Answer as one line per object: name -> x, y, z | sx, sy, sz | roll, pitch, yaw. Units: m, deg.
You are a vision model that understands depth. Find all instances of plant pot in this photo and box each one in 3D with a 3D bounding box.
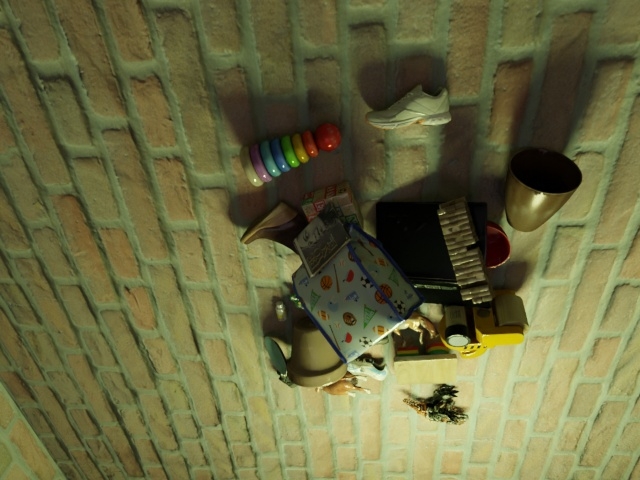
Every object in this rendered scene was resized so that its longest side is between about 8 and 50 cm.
plant pot -> 0.692, -0.143, 1.540 | 0.215, 0.215, 0.230 | 3, 140, 4
plant pot -> -0.027, 0.450, 1.991 | 0.263, 0.263, 0.229 | -6, 106, 9

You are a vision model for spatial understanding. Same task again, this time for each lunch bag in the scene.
lunch bag -> 0.111, 0.168, 1.656 | 0.385, 0.239, 0.328 | 49, 123, 9

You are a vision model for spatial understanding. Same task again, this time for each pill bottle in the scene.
pill bottle -> -0.166, 0.297, 2.000 | 0.043, 0.043, 0.083 | -3, 124, 7

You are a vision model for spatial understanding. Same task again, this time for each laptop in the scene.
laptop -> 0.420, 0.062, 1.734 | 0.382, 0.236, 0.408 | 3, 155, 26

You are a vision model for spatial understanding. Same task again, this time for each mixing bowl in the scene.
mixing bowl -> 0.581, -0.003, 1.678 | 0.181, 0.098, 0.181 | 13, 130, 16

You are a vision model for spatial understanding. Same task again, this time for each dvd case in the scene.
dvd case -> 0.000, 0.000, 1.613 | 0.018, 0.164, 0.221 | 8, 136, -44

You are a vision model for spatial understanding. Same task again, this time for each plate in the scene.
plate -> -0.191, 0.503, 2.088 | 0.024, 0.188, 0.188 | -25, 128, -26

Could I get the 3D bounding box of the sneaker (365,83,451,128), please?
sneaker -> 0.267, -0.414, 1.452 | 0.262, 0.099, 0.121 | -6, 116, 0

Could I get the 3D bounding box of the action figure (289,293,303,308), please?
action figure -> -0.015, 0.258, 1.937 | 0.232, 0.063, 0.137 | 14, 97, -5

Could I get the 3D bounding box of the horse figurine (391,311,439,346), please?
horse figurine -> 0.358, 0.358, 1.964 | 0.263, 0.066, 0.174 | -16, 109, 32

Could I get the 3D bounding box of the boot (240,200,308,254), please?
boot -> -0.154, -0.008, 1.761 | 0.248, 0.090, 0.207 | -36, 112, 22

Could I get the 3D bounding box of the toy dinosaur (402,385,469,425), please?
toy dinosaur -> 0.550, 0.804, 2.226 | 0.322, 0.164, 0.218 | 0, 144, -21

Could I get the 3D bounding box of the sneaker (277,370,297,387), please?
sneaker -> -0.114, 0.592, 2.171 | 0.130, 0.087, 0.227 | 33, 126, -24

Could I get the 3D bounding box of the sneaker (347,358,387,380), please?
sneaker -> 0.188, 0.559, 2.134 | 0.237, 0.085, 0.086 | 16, 98, -1

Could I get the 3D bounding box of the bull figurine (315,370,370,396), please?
bull figurine -> 0.092, 0.638, 2.107 | 0.188, 0.101, 0.310 | 12, 159, -14

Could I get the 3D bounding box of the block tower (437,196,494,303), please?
block tower -> 0.468, 0.032, 1.532 | 0.091, 0.097, 0.335 | -17, 89, 25

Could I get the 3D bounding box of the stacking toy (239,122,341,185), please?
stacking toy -> -0.089, -0.294, 1.550 | 0.330, 0.141, 0.141 | -19, 121, 9

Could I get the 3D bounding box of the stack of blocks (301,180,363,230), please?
stack of blocks -> 0.069, -0.048, 1.714 | 0.171, 0.087, 0.297 | -15, 122, 16

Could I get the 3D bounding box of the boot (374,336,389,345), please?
boot -> 0.160, 0.336, 1.923 | 0.236, 0.085, 0.179 | -1, 92, -8

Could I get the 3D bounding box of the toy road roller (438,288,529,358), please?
toy road roller -> 0.637, 0.344, 1.871 | 0.329, 0.202, 0.240 | -8, 135, 17

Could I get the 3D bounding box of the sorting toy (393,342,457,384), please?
sorting toy -> 0.449, 0.528, 2.040 | 0.255, 0.089, 0.257 | -6, 142, 9
